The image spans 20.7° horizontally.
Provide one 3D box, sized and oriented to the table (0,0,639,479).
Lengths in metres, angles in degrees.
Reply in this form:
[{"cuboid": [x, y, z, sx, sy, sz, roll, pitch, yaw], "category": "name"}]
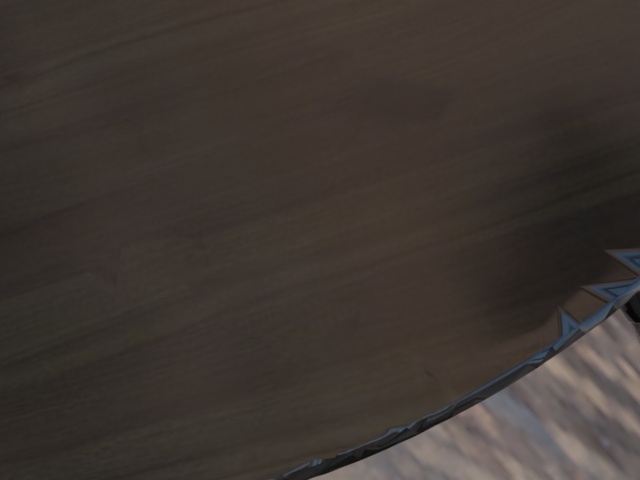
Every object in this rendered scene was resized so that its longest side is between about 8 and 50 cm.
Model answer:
[{"cuboid": [0.000, 0.000, 0.722, 0.317, 0.317, 0.249, 54, -10, 32], "category": "table"}]
